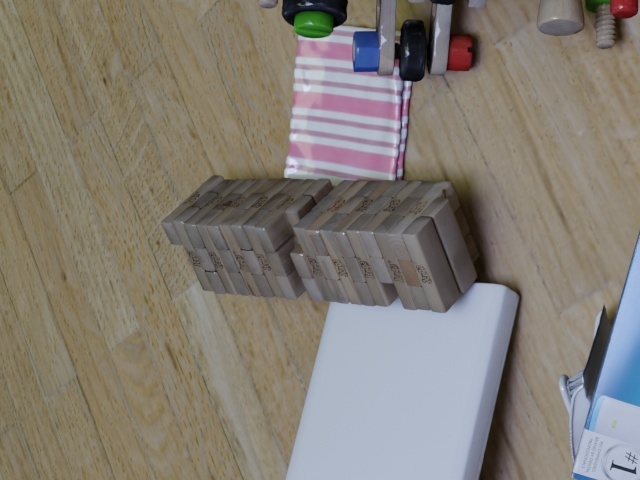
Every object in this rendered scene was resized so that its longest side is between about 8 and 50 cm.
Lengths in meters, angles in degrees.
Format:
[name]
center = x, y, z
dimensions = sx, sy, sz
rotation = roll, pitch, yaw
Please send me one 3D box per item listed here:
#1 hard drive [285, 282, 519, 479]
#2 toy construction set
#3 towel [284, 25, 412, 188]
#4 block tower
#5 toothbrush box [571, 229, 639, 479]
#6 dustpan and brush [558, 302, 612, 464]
[hard drive]
center = 0.063, 0.187, 1.474
dimensions = 0.203, 0.040, 0.308
rotation = 2, 70, 40
[toy construction set]
center = 0.129, -0.290, 1.394
dimensions = 0.308, 0.257, 0.237
rotation = -2, 76, 20
[towel]
center = 0.025, -0.118, 1.582
dimensions = 0.144, 0.029, 0.197
rotation = 9, 96, 39
[block tower]
center = 0.000, 0.000, 1.536
dimensions = 0.335, 0.091, 0.097
rotation = 5, 128, 42
[toothbrush box]
center = 0.359, 0.106, 1.165
dimensions = 0.295, 0.126, 0.216
rotation = 17, 101, 11
[dustpan and brush]
center = 0.240, 0.180, 1.361
dimensions = 0.060, 0.147, 0.211
rotation = -13, 109, 23
